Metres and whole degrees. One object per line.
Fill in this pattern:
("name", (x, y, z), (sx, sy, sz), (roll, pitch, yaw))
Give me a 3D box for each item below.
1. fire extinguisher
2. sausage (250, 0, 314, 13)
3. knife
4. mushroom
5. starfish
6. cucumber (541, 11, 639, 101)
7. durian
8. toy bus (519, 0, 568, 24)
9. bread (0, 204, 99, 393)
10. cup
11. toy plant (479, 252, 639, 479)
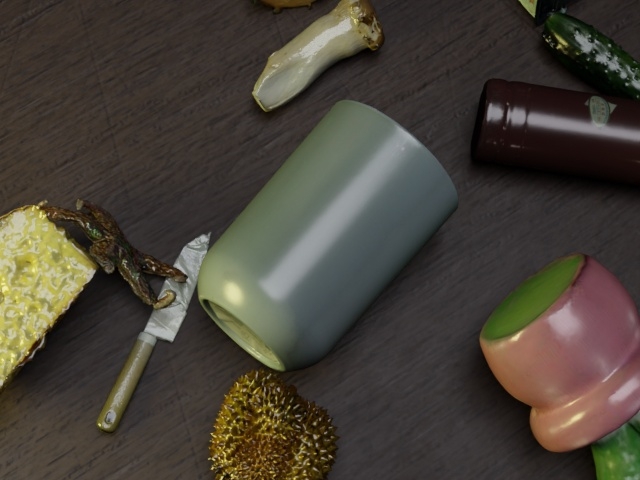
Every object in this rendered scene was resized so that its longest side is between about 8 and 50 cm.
("fire extinguisher", (0.376, -0.144, 2.018), (0.337, 0.114, 0.135), (10, 96, -2))
("sausage", (-0.054, -0.483, 2.093), (0.117, 0.125, 0.317), (8, 66, -46))
("knife", (-0.206, 0.115, 1.948), (0.047, 0.017, 0.298), (22, 68, 3))
("mushroom", (-0.006, -0.248, 2.055), (0.209, 0.071, 0.084), (-37, 110, -11))
("starfish", (-0.268, 0.012, 1.931), (0.209, 0.150, 0.053), (31, 104, -13))
("cucumber", (0.398, -0.231, 2.078), (0.227, 0.069, 0.069), (37, 73, 6))
("durian", (-0.056, 0.247, 1.856), (0.158, 0.137, 0.168), (18, 73, 12))
("toy bus", (0.354, -0.388, 2.116), (0.194, 0.087, 0.089), (-35, 68, -12))
("bread", (-0.400, 0.085, 1.881), (0.160, 0.147, 0.260), (35, 79, -2))
("cup", (0.000, 0.000, 1.903), (0.205, 0.205, 0.312), (40, 75, 8))
("toy plant", (0.381, 0.180, 1.877), (0.317, 0.210, 0.356), (-43, 92, -17))
